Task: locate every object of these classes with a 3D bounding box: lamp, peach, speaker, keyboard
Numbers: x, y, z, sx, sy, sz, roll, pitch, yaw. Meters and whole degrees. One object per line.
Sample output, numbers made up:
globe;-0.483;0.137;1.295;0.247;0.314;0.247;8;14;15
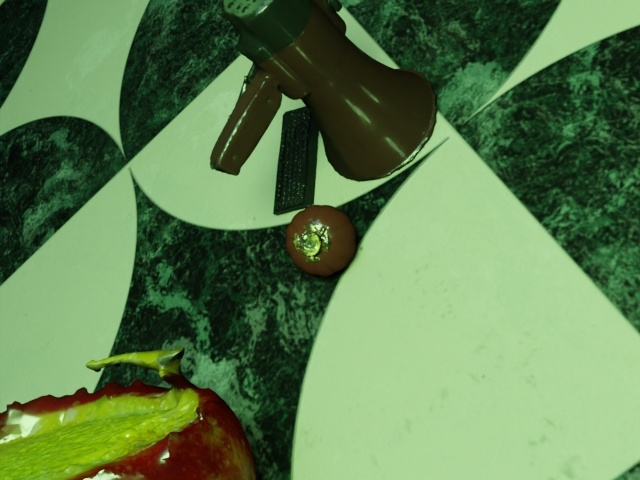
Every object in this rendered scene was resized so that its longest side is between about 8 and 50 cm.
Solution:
lamp;0.000;0.000;1.119;0.101;0.090;0.101;2;96;19
peach;-0.260;0.334;0.973;0.406;0.310;0.335;-16;18;18
speaker;-0.029;-0.205;1.114;0.259;0.329;0.198;-43;46;18
keyboard;-0.038;-0.133;1.277;0.074;0.015;0.196;-14;58;31
